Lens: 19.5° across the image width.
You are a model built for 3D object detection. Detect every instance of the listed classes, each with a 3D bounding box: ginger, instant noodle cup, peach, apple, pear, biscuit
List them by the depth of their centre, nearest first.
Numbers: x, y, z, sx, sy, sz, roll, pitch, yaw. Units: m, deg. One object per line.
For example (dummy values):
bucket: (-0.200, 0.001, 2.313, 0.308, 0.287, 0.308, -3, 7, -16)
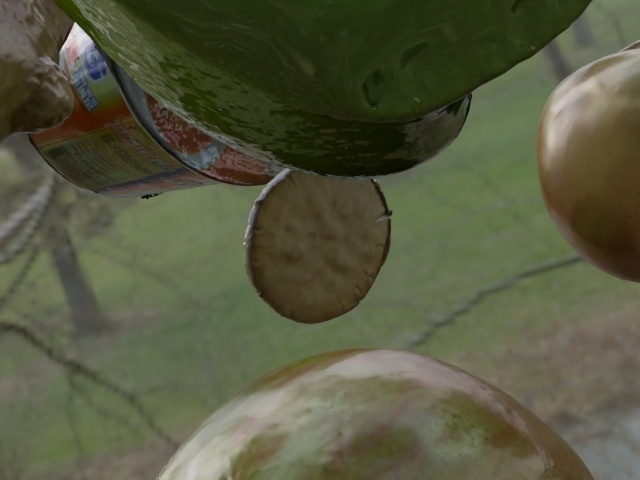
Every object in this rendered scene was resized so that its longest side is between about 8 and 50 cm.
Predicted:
pear: (-0.004, -0.186, 0.902, 0.342, 0.318, 0.238, -21, 11, -10)
ginger: (-0.281, -0.096, 1.182, 0.354, 0.190, 0.126, -38, -23, -39)
apple: (0.025, 0.248, 1.299, 0.339, 0.339, 0.339, -17, 4, 1)
peach: (0.240, -0.055, 1.321, 0.184, 0.184, 0.184, -17, 4, 1)
biscuit: (0.000, 0.000, 1.570, 0.152, 0.152, 0.020, -19, 21, -31)
instant noodle cup: (-0.150, -0.169, 1.828, 0.296, 0.296, 0.214, -21, 2, -42)
